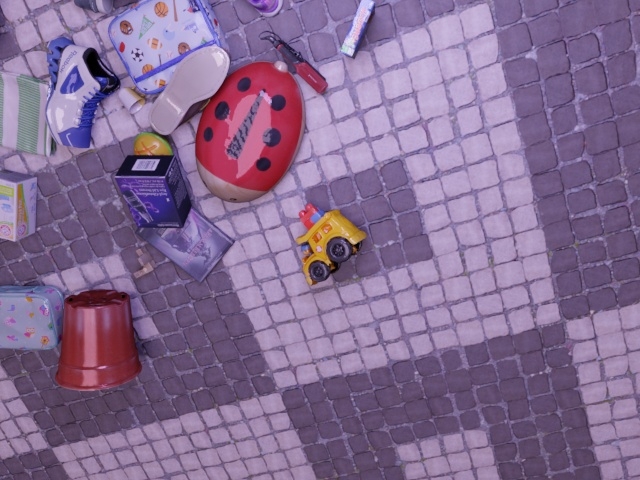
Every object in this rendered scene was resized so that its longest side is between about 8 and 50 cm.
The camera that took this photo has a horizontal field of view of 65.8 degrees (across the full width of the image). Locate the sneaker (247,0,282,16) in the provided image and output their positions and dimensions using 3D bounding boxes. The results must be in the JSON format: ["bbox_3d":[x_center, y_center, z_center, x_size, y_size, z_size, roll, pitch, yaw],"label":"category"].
[{"bbox_3d":[-0.207,-0.705,1.324,0.236,0.104,0.095,40,109,-6],"label":"sneaker"}]

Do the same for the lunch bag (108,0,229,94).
[{"bbox_3d":[-0.416,-0.558,1.394,0.303,0.115,0.243,-20,107,13],"label":"lunch bag"}]

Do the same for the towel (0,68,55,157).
[{"bbox_3d":[-0.985,-0.409,1.546,0.324,0.038,0.248,14,110,1],"label":"towel"}]

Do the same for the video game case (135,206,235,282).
[{"bbox_3d":[-0.445,-0.012,1.624,0.274,0.026,0.196,40,108,-6],"label":"video game case"}]

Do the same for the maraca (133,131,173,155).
[{"bbox_3d":[-0.510,-0.249,1.517,0.127,0.099,0.186,17,134,5],"label":"maraca"}]

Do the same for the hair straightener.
[{"bbox_3d":[-0.076,-0.505,1.383,0.230,0.089,0.047,31,116,-26],"label":"hair straightener"}]

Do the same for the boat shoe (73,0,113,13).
[{"bbox_3d":[-0.633,-0.792,1.338,0.098,0.116,0.320,6,114,1],"label":"boat shoe"}]

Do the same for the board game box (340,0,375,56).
[{"bbox_3d":[0.099,-0.547,1.290,0.035,0.201,0.136,24,110,-2],"label":"board game box"}]

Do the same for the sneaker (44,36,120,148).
[{"bbox_3d":[-0.691,-0.423,1.447,0.182,0.127,0.316,10,109,15],"label":"sneaker"}]

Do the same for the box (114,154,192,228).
[{"bbox_3d":[-0.490,-0.143,1.474,0.153,0.108,0.207,0,136,6],"label":"box"}]

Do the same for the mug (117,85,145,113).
[{"bbox_3d":[-0.568,-0.429,1.489,0.064,0.078,0.062,45,140,0],"label":"mug"}]

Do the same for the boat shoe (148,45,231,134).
[{"bbox_3d":[-0.352,-0.420,1.366,0.324,0.097,0.116,-37,103,31],"label":"boat shoe"}]

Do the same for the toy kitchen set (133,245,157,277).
[{"bbox_3d":[-0.607,0.077,1.648,0.075,0.068,0.083,-25,104,14],"label":"toy kitchen set"}]

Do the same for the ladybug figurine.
[{"bbox_3d":[-0.212,-0.306,1.426,0.305,0.162,0.450,25,109,-2],"label":"ladybug figurine"}]

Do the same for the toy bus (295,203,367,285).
[{"bbox_3d":[0.000,0.000,1.524,0.211,0.149,0.220,46,110,4],"label":"toy bus"}]

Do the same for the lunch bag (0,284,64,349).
[{"bbox_3d":[-1.031,0.264,1.738,0.278,0.108,0.224,0,103,5],"label":"lunch bag"}]

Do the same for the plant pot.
[{"bbox_3d":[-0.742,0.316,1.657,0.272,0.272,0.265,4,100,5],"label":"plant pot"}]

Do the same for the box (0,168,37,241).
[{"bbox_3d":[-1.010,-0.114,1.611,0.114,0.103,0.203,15,109,2],"label":"box"}]
